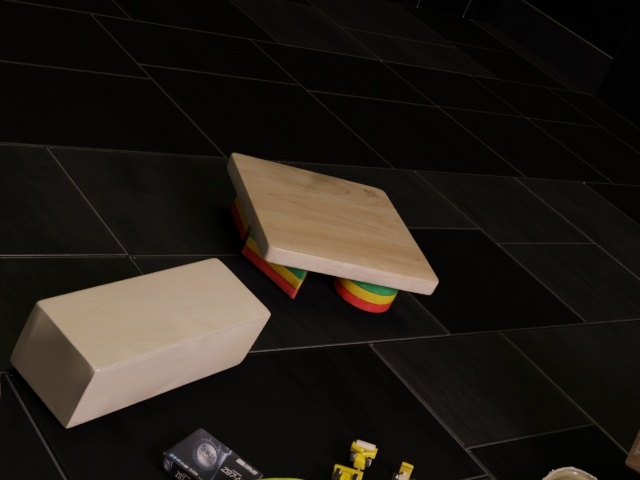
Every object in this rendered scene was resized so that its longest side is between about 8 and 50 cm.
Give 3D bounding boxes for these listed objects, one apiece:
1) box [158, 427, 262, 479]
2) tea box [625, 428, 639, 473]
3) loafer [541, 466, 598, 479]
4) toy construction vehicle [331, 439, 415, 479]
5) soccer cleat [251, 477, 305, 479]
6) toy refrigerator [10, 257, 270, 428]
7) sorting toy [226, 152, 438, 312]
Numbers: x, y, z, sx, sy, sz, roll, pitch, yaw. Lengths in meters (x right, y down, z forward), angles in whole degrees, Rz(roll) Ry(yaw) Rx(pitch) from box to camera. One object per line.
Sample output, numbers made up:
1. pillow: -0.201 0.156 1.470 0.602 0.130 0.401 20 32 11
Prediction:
1. box: -0.108 0.228 1.061 0.083 0.018 0.067 34 27 18
2. tea box: 0.585 0.250 1.168 0.329 0.220 0.324 33 -12 -26
3. loafer: 0.264 0.311 1.148 0.102 0.092 0.268 32 26 15
4. toy construction vehicle: 0.056 0.257 1.144 0.086 0.035 0.098 15 22 5
5. soccer cleat: 0.042 0.290 1.020 0.289 0.121 0.093 9 68 -4
6. toy refrigerator: -0.187 0.105 1.149 0.102 0.094 0.270 44 31 21
7. sorting toy: 0.000 0.000 1.520 0.257 0.089 0.255 13 28 -25
